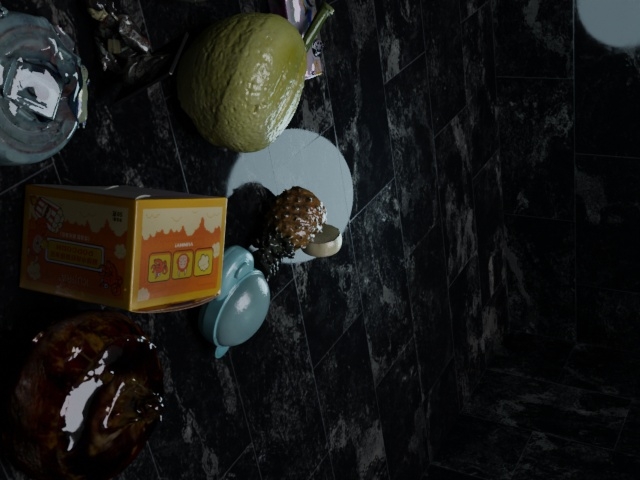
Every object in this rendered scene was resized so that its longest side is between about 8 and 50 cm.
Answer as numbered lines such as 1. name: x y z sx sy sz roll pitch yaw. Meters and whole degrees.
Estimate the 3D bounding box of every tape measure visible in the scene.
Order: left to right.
1. tape measure: -0.523 -0.254 1.391 0.275 0.147 0.256 20 81 -58

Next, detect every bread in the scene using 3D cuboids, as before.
1. bread: -0.161 -0.358 1.888 0.320 0.237 0.320 -26 122 -52

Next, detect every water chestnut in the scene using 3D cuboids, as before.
1. water chestnut: -0.421 0.295 1.547 0.350 0.302 0.350 -34 129 -56

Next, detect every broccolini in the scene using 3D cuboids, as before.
1. broccolini: -0.073 -0.424 2.084 0.392 0.074 0.079 -60 148 0

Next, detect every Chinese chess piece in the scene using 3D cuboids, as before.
1. Chinese chess piece: 0.000 0.000 2.367 0.122 0.122 0.051 -42 138 -48

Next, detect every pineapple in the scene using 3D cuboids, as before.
1. pineapple: -0.104 -0.004 2.186 0.278 0.158 0.157 -54 141 -26

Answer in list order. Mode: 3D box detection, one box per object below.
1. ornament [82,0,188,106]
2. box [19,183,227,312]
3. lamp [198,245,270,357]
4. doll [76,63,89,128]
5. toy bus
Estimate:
1. ornament: -0.390 -0.394 1.608 0.196 0.166 0.153 49 31 -30
2. box: -0.369 0.008 1.581 0.260 0.284 0.213 -8 103 -59
3. lamp: -0.210 0.139 2.020 0.209 0.147 0.284 -47 135 -43
4. doll: -0.461 -0.277 1.606 0.037 0.027 0.125 -24 118 -64
5. toy bus: -0.065 -0.551 2.153 0.112 0.090 0.273 -33 124 -42
